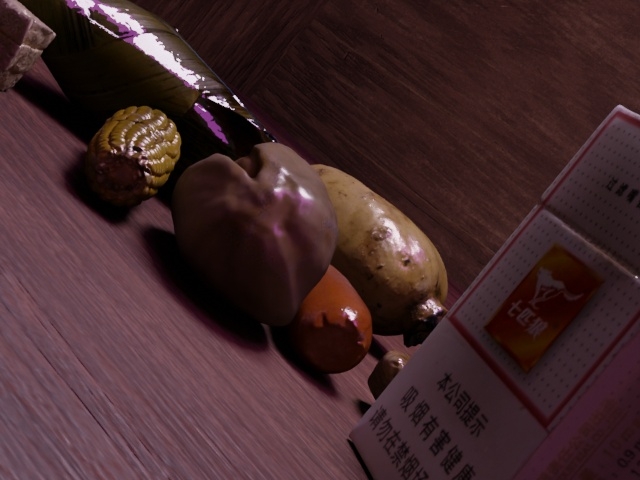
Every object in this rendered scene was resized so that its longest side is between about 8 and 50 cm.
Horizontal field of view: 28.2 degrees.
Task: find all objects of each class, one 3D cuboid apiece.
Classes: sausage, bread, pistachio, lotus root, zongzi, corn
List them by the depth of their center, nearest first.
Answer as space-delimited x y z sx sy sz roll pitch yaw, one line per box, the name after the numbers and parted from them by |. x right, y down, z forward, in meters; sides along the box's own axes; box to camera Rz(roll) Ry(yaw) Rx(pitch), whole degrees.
-0.058 -0.011 1.095 0.138 0.153 0.238 -4 17 -13 | pistachio
-0.166 -0.077 1.139 0.080 0.080 0.231 39 5 -10 | corn
-0.324 -0.209 1.159 0.152 0.077 0.105 38 5 -1 | bread
-0.001 0.063 1.160 0.076 0.076 0.197 38 5 -16 | sausage
-0.180 -0.150 1.278 0.286 0.138 0.300 46 3 23 | zongzi
0.046 0.016 1.478 0.160 0.146 0.284 2 38 -52 | lotus root

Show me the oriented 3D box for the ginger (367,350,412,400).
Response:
0.129 0.183 1.102 0.213 0.074 0.137 49 9 25 | ginger

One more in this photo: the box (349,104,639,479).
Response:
0.176 0.077 0.886 0.095 0.330 0.210 37 6 -22 | box
